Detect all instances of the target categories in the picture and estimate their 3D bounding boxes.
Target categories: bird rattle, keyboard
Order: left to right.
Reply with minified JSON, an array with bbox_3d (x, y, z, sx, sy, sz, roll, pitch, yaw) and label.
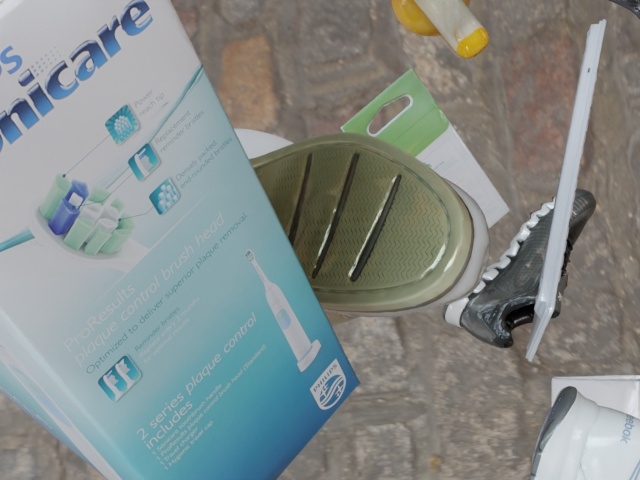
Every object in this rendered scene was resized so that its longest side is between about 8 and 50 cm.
[{"bbox_3d":[0.083,-0.265,1.068,0.143,0.253,0.207,-40,106,0],"label":"bird rattle"},{"bbox_3d":[0.172,-0.041,0.740,0.014,0.072,0.256,11,58,12],"label":"keyboard"}]

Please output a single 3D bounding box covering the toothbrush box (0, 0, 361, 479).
[{"bbox_3d":[-0.134,-0.014,0.500,0.216,0.295,0.126,26,62,37],"label":"toothbrush box"}]

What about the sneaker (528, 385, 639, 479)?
[{"bbox_3d":[0.258,0.279,1.021,0.129,0.111,0.297,16,130,18],"label":"sneaker"}]

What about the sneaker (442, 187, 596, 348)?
[{"bbox_3d":[0.260,0.040,1.256,0.234,0.078,0.106,-43,57,-9],"label":"sneaker"}]

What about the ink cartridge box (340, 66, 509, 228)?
[{"bbox_3d":[0.111,-0.082,1.206,0.109,0.062,0.209,-40,110,-6],"label":"ink cartridge box"}]

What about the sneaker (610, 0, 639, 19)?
[{"bbox_3d":[0.294,-0.219,0.856,0.097,0.084,0.234,-18,47,-23],"label":"sneaker"}]

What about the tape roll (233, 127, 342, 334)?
[{"bbox_3d":[-0.087,0.033,1.066,0.246,0.246,0.169,8,42,21],"label":"tape roll"}]

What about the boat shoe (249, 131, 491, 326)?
[{"bbox_3d":[0.000,0.000,0.702,0.302,0.103,0.113,9,73,48],"label":"boat shoe"}]

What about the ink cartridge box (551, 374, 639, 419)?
[{"bbox_3d":[0.452,0.373,1.366,0.166,0.286,0.394,-11,75,58],"label":"ink cartridge box"}]
